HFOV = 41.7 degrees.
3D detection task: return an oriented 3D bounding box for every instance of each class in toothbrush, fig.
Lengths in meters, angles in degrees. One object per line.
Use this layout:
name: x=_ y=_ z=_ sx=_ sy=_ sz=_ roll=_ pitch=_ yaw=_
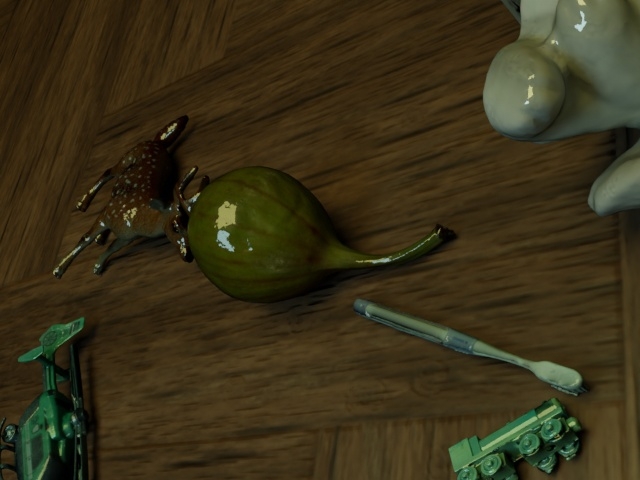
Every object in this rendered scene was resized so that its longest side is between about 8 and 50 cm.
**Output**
toothbrush: x=0.101 y=0.073 z=0.620 sx=0.219 sy=0.019 sz=0.016 roll=15 pitch=72 yaw=49
fig: x=0.000 y=0.000 z=0.727 sx=0.236 sy=0.124 sz=0.124 roll=7 pitch=66 yaw=21

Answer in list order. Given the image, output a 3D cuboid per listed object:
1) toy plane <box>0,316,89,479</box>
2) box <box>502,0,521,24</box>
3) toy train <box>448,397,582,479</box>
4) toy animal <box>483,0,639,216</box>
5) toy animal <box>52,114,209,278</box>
toy plane: x=-0.286 y=0.185 z=0.889 sx=0.096 sy=0.060 sz=0.235 roll=-31 pitch=48 yaw=14
box: x=0.240 y=-0.353 z=0.638 sx=0.365 sy=0.205 sz=0.051 roll=-52 pitch=41 yaw=4
toy train: x=0.126 y=0.135 z=0.546 sx=0.092 sy=0.029 sz=0.045 roll=-35 pitch=27 yaw=16
toy animal: x=0.263 y=-0.136 z=0.488 sx=0.265 sy=0.206 sz=0.271 roll=14 pitch=88 yaw=39
toy animal: x=-0.196 y=-0.049 z=0.945 sx=0.260 sy=0.087 sz=0.243 roll=-36 pitch=45 yaw=25
